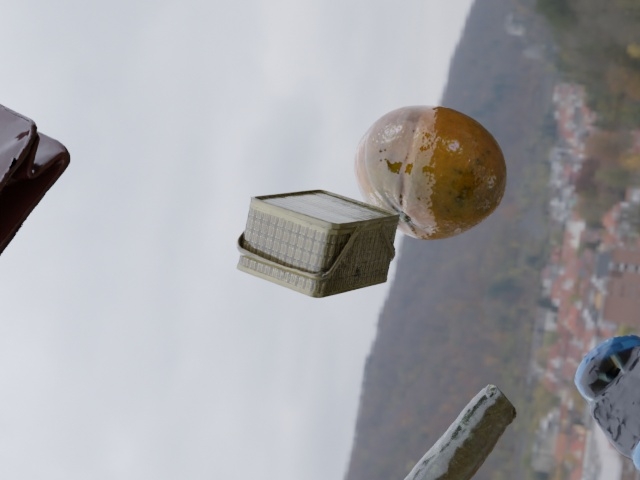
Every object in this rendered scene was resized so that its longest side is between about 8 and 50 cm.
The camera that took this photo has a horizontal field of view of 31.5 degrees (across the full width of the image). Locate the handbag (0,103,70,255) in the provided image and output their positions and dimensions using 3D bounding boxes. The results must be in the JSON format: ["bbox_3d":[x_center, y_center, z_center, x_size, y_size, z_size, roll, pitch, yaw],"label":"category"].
[{"bbox_3d":[-0.470,-0.053,1.419,0.275,0.260,0.084,-55,-38,-12],"label":"handbag"}]

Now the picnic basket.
[{"bbox_3d":[0.000,0.000,1.199,0.164,0.115,0.079,-11,-66,-59],"label":"picnic basket"}]

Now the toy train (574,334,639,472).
[{"bbox_3d":[0.478,0.162,1.346,0.300,0.265,0.188,-52,38,16],"label":"toy train"}]

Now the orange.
[{"bbox_3d":[0.163,-0.098,1.724,0.240,0.240,0.171,81,-148,-56],"label":"orange"}]

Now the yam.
[{"bbox_3d":[0.100,0.261,1.146,0.274,0.061,0.061,-48,-17,-5],"label":"yam"}]
